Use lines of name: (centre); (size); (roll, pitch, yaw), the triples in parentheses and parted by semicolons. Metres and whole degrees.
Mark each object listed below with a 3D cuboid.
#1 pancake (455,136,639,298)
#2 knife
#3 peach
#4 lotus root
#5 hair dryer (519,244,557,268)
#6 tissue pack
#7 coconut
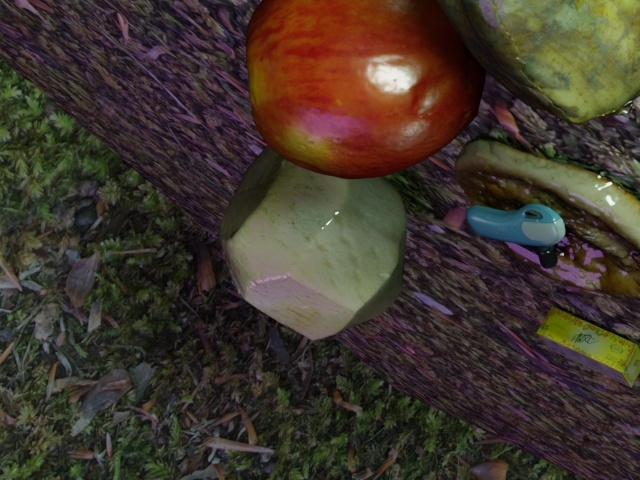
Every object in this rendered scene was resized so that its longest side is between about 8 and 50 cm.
pancake: (0.343, -0.022, 1.735); (0.356, 0.065, 0.356); (30, 165, 9)
knife: (0.268, -0.025, 1.718); (0.222, 0.031, 0.064); (8, 125, 65)
peach: (0.052, -0.191, 1.385); (0.281, 0.281, 0.238); (13, 114, 59)
lotus root: (0.190, -0.220, 1.083); (0.275, 0.160, 0.152); (44, -172, -42)
hair dryer: (0.296, 0.005, 1.760); (0.083, 0.026, 0.047); (32, 163, 32)
tissue pack: (0.488, 0.190, 2.244); (0.176, 0.062, 0.095); (24, 168, 33)
coconut: (0.000, 0.000, 2.134); (0.352, 0.352, 0.352); (31, 169, 7)
